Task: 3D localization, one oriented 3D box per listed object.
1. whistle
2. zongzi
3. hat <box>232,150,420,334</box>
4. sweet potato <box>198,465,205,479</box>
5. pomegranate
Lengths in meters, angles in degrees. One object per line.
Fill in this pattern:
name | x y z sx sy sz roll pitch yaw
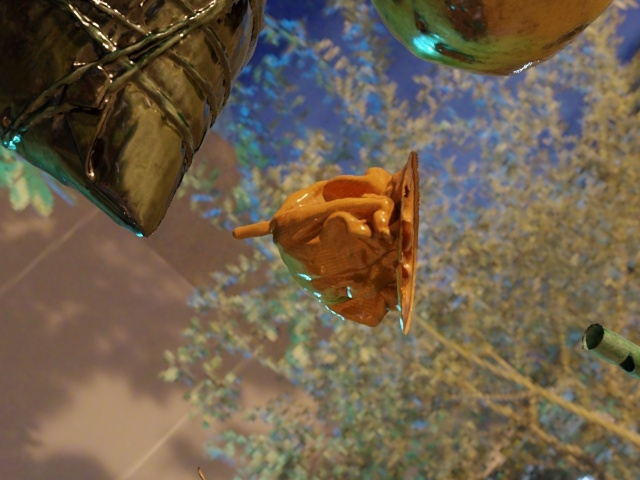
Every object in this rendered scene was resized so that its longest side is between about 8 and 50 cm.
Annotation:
whistle | 0.400 0.157 1.431 0.039 0.186 0.039 -45 28 32
zongzi | -0.151 -0.242 0.961 0.383 0.319 0.362 -46 -27 -38
hat | 0.000 0.000 1.454 0.244 0.233 0.233 -43 -45 -76
sweet potato | -0.147 0.247 0.858 0.195 0.056 0.056 -51 -20 -4
pomegranate | 0.163 -0.297 1.104 0.281 0.281 0.281 -42 -21 -20
